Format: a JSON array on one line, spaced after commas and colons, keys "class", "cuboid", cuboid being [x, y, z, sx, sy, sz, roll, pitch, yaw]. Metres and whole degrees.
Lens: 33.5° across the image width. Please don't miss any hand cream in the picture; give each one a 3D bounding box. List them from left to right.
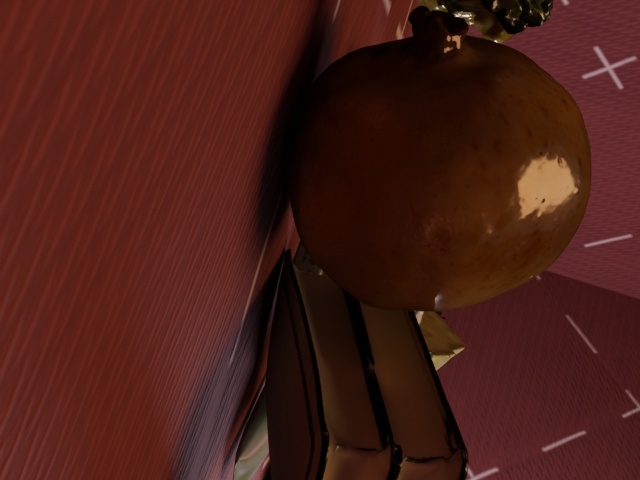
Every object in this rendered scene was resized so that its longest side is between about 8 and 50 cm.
[{"class": "hand cream", "cuboid": [-0.069, 0.230, 1.331, 0.205, 0.050, 0.078, -60, 166, -46]}]

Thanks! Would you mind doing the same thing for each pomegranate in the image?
[{"class": "pomegranate", "cuboid": [0.105, -0.060, 1.015, 0.307, 0.307, 0.307, 17, 90, -84]}]

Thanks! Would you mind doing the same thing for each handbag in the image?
[{"class": "handbag", "cuboid": [0.029, 0.199, 1.111, 0.358, 0.160, 0.237, -104, -154, -60]}]

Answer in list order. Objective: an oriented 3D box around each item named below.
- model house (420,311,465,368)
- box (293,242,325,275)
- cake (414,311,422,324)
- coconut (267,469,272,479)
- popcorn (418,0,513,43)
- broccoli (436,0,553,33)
[{"class": "model house", "cuboid": [0.099, 0.219, 2.137, 0.266, 0.261, 0.321, -49, 161, 14]}, {"class": "box", "cuboid": [0.000, 0.000, 1.323, 0.050, 0.041, 0.207, 98, 11, -71]}, {"class": "cake", "cuboid": [0.055, 0.182, 1.727, 0.158, 0.172, 0.283, 97, 14, -49]}, {"class": "coconut", "cuboid": [0.009, 0.458, 1.814, 0.224, 0.224, 0.224, 17, 90, -84]}, {"class": "popcorn", "cuboid": [0.230, -0.389, 1.413, 0.206, 0.237, 0.251, 129, -60, -78]}, {"class": "broccoli", "cuboid": [0.109, -0.279, 0.818, 0.243, 0.247, 0.263, -20, 177, -42]}]
